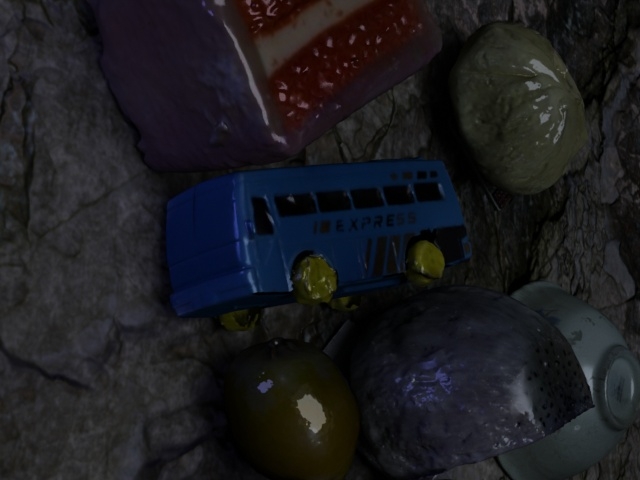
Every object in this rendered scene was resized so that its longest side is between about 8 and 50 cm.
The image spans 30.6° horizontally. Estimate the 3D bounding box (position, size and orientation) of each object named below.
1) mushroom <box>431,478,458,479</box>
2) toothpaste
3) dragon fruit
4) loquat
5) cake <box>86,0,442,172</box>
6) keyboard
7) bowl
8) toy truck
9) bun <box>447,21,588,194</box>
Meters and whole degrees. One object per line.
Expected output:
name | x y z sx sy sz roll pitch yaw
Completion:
mushroom | 0.156 0.415 1.385 0.243 0.243 0.243 5 84 -46
toothpaste | 0.086 0.234 1.465 0.282 0.068 0.099 54 25 -21
dragon fruit | 0.184 0.148 1.412 0.283 0.221 0.204 -15 84 -55
loquat | -0.028 0.195 1.280 0.152 0.152 0.195 -36 116 -41
cake | -0.058 -0.225 1.226 0.309 0.230 0.237 -40 113 -40
keyboard | 0.231 -0.121 1.666 0.166 0.017 0.055 56 51 -27
bowl | 0.379 0.213 1.702 0.313 0.146 0.313 4 84 -44
toy truck | 0.000 0.000 1.329 0.385 0.161 0.162 -8 81 -45
bun | 0.281 -0.182 1.605 0.244 0.153 0.244 20 65 -49
